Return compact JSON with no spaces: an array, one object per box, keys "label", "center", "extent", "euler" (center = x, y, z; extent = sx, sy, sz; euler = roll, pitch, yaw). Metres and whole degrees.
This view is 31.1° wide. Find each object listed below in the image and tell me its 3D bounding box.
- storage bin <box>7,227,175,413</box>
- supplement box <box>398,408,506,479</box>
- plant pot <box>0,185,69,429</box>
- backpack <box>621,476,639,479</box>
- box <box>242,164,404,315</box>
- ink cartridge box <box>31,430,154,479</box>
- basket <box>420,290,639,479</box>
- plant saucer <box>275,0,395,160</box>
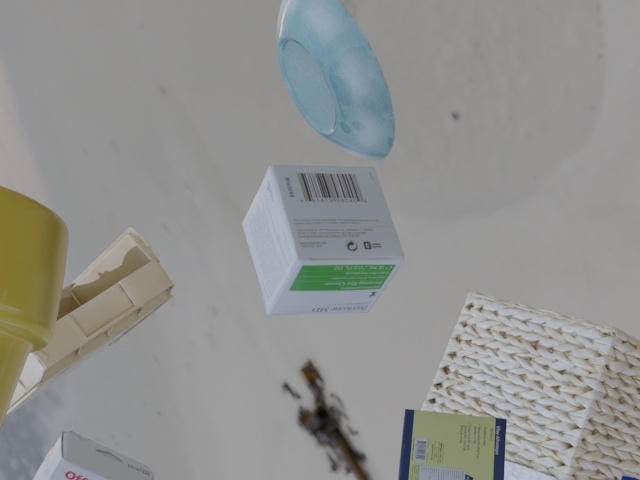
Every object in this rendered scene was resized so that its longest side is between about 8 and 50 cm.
[{"label":"storage bin","center":[-0.378,0.126,1.663],"extent":[0.123,0.262,0.260],"euler":[54,139,1]},{"label":"supplement box","center":[0.105,0.189,0.931],"extent":[0.056,0.083,0.083],"euler":[87,-171,-53]},{"label":"plant pot","center":[-0.300,0.089,0.727],"extent":[0.254,0.254,0.239],"euler":[144,132,-69]},{"label":"backpack","center":[0.411,0.316,1.671],"extent":[0.098,0.120,0.101],"euler":[45,-154,-25]},{"label":"box","center":[0.000,0.000,0.979],"extent":[0.087,0.101,0.102],"euler":[121,141,-49]},{"label":"ink cartridge box","center":[-0.295,0.335,1.376],"extent":[0.127,0.175,0.072],"euler":[29,-170,-18]},{"label":"basket","center":[0.375,0.262,1.709],"extent":[0.328,0.266,0.331],"euler":[23,175,-35]},{"label":"plant saucer","center":[0.001,-0.157,1.117],"extent":[0.195,0.037,0.195],"euler":[52,160,28]}]
